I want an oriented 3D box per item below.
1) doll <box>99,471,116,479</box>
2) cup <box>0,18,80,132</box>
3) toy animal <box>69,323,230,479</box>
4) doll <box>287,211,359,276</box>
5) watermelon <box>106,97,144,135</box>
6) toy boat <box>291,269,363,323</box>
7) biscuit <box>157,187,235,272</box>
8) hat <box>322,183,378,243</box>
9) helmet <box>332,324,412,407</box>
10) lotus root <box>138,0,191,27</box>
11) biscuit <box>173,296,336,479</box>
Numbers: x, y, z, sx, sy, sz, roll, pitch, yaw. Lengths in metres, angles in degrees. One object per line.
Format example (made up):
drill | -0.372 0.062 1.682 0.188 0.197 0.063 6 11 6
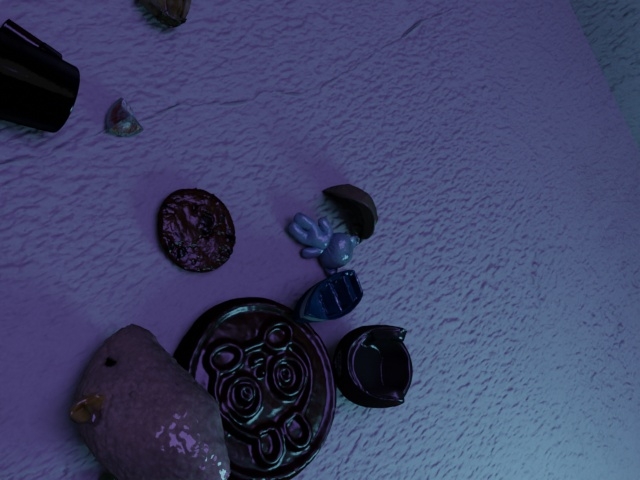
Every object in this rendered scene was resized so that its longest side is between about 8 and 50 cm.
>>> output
doll | -0.353 0.491 1.476 0.115 0.077 0.150 -25 80 -51
cup | -0.568 -0.335 1.517 0.176 0.166 0.240 18 66 -37
toy animal | -0.314 0.336 1.456 0.358 0.188 0.226 40 58 21
doll | 0.000 -0.001 1.920 0.179 0.075 0.120 35 98 -9
watermelon | -0.414 -0.265 1.678 0.085 0.061 0.085 5 82 -38
toy boat | 0.014 0.136 1.815 0.299 0.061 0.096 -23 93 -64
biscuit | -0.269 -0.023 1.722 0.192 0.049 0.192 11 70 -31
hat | 0.108 -0.086 1.963 0.144 0.173 0.166 -43 105 -32
helmet | 0.125 0.292 1.830 0.216 0.193 0.190 19 67 -43
lotus root | -0.361 -0.553 1.811 0.143 0.070 0.144 7 67 -43
biscuit | -0.131 0.319 1.692 0.407 0.091 0.408 13 68 -35
